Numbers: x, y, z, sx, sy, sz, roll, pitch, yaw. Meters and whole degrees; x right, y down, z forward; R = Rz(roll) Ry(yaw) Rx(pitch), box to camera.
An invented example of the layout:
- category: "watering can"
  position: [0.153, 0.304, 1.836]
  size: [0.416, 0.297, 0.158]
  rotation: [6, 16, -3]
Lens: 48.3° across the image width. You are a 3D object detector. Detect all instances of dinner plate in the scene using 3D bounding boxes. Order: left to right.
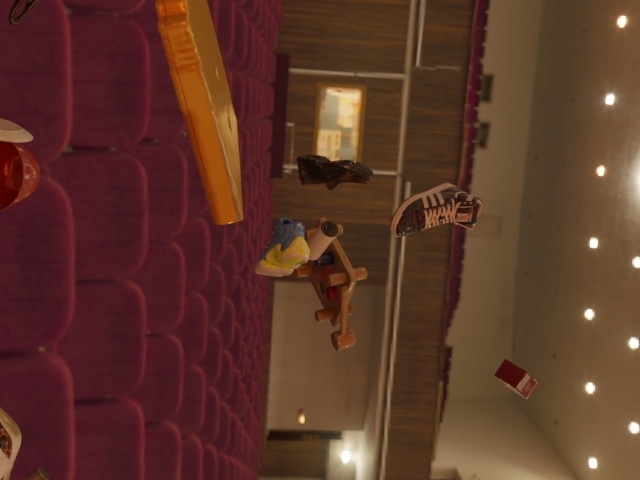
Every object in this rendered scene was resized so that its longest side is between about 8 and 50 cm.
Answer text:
- category: "dinner plate"
  position: [-0.648, -0.227, 1.428]
  size: [0.141, 0.141, 0.017]
  rotation: [-101, -151, -73]

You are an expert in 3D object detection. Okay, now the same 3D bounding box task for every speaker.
- category: "speaker"
  position: [0.000, 0.000, 1.953]
  size: [0.136, 0.055, 0.055]
  rotation: [127, -30, -52]

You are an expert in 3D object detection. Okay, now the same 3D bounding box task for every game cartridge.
- category: "game cartridge"
  position: [-0.171, -0.231, 1.018]
  size: [0.285, 0.052, 0.324]
  rotation: [-101, 179, -49]

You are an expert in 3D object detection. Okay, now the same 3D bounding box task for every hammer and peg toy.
- category: "hammer and peg toy"
  position: [0.051, 0.134, 2.174]
  size: [0.266, 0.127, 0.361]
  rotation: [106, -34, -46]

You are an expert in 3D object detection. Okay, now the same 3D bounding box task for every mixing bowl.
- category: "mixing bowl"
  position: [-0.749, -0.163, 1.724]
  size: [0.098, 0.181, 0.181]
  rotation: [-8, 102, -66]

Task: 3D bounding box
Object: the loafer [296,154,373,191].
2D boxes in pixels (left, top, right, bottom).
- category: "loafer"
  position: [0.029, -0.127, 1.409]
  size: [0.062, 0.170, 0.061]
  rotation: [-24, 122, -49]

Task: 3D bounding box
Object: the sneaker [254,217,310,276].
- category: "sneaker"
  position: [-0.095, 0.016, 1.815]
  size: [0.240, 0.091, 0.126]
  rotation: [-23, -119, 55]

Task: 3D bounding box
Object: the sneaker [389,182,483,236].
- category: "sneaker"
  position: [0.332, -0.069, 1.981]
  size: [0.153, 0.282, 0.099]
  rotation: [31, -44, 37]

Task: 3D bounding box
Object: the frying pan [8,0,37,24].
- category: "frying pan"
  position: [-0.427, -0.526, 1.185]
  size: [0.326, 0.053, 0.197]
  rotation: [-46, 141, -21]

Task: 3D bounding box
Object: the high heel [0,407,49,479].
- category: "high heel"
  position: [-0.786, 0.516, 1.673]
  size: [0.261, 0.186, 0.093]
  rotation: [52, -10, 11]

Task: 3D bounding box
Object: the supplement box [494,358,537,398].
- category: "supplement box"
  position: [0.395, 0.280, 1.438]
  size: [0.043, 0.055, 0.083]
  rotation: [-54, 140, -5]

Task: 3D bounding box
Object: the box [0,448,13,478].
- category: "box"
  position: [-0.696, 0.388, 1.297]
  size: [0.067, 0.324, 0.063]
  rotation: [-53, 133, -46]
